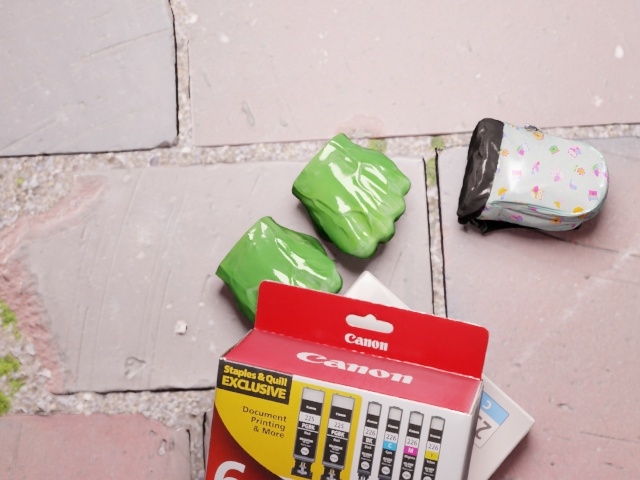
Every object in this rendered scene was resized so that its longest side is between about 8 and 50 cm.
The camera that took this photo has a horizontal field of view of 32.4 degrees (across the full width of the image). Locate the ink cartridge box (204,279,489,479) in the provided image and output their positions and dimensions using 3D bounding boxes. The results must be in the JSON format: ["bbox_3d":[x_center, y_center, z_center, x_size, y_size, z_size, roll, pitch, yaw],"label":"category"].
[{"bbox_3d":[0.031,0.216,1.342,0.309,0.130,0.272,11,105,13],"label":"ink cartridge box"}]

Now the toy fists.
[{"bbox_3d":[0.000,0.000,1.444,0.142,0.096,0.279,42,88,14],"label":"toy fists"}]

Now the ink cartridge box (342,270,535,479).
[{"bbox_3d":[0.083,0.233,1.436,0.296,0.066,0.261,41,86,4],"label":"ink cartridge box"}]

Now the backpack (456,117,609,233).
[{"bbox_3d":[0.280,-0.076,1.435,0.181,0.115,0.152,14,83,-1],"label":"backpack"}]
